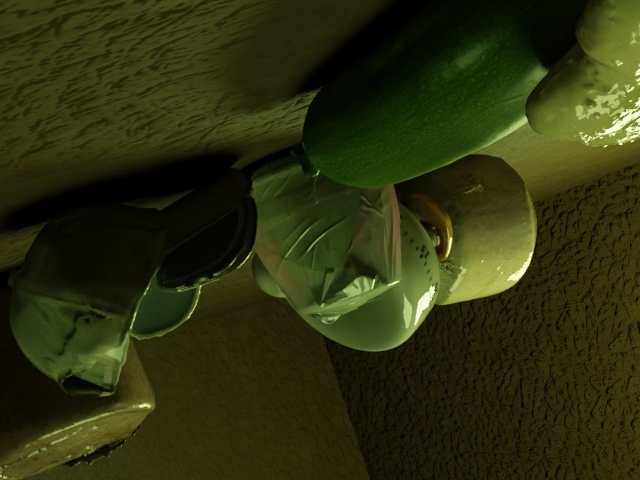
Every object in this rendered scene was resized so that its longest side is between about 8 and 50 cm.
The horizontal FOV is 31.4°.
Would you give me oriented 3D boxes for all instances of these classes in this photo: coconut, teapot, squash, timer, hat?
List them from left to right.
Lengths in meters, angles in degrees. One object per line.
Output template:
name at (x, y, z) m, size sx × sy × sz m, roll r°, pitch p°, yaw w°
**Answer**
hat at (-0.175, 0.019, 1.084) m, size 0.275 × 0.161 × 0.232 m, roll -42°, pitch -175°, yaw -26°
teapot at (-0.009, 0.002, 1.229) m, size 0.163 × 0.178 × 0.221 m, roll -13°, pitch 174°, yaw -42°
timer at (0.029, 0.044, 1.456) m, size 0.233 × 0.233 × 0.240 m, roll -25°, pitch -163°, yaw 51°
squash at (0.080, -0.107, 0.802) m, size 0.107 × 0.107 × 0.395 m, roll -16°, pitch 176°, yaw -29°
coconut at (0.208, -0.024, 1.631) m, size 0.234 × 0.224 × 0.224 m, roll -18°, pitch 175°, yaw -19°

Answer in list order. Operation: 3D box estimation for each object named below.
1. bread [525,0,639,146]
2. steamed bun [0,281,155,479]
bread at (0.246, -0.154, 0.633) m, size 0.316 × 0.054 × 0.316 m, roll -36°, pitch 166°, yaw -11°
steamed bun at (-0.374, 0.177, 1.394) m, size 0.301 × 0.251 × 0.199 m, roll -32°, pitch 170°, yaw 33°
